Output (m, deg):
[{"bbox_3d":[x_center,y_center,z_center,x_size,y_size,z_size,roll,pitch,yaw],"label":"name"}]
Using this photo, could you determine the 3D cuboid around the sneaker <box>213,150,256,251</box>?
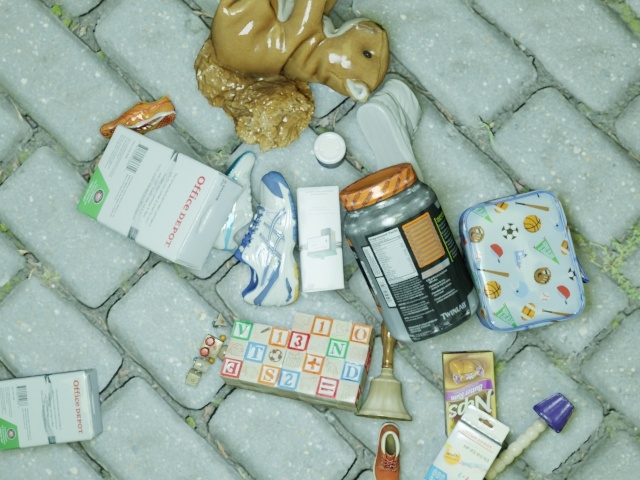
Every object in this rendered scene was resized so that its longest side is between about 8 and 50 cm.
[{"bbox_3d":[-0.188,-0.087,1.889,0.092,0.087,0.228,23,91,-12],"label":"sneaker"}]

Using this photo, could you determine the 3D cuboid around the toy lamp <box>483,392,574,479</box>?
[{"bbox_3d":[0.435,0.439,1.843,0.080,0.080,0.274,44,90,3],"label":"toy lamp"}]

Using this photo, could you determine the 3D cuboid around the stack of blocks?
[{"bbox_3d":[-0.046,0.249,1.827,0.297,0.087,0.171,9,66,12],"label":"stack of blocks"}]

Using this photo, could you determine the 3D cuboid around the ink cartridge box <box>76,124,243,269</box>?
[{"bbox_3d":[-0.343,-0.091,1.822,0.289,0.121,0.211,27,89,25],"label":"ink cartridge box"}]

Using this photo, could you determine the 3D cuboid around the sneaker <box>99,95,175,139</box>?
[{"bbox_3d":[-0.412,-0.273,1.918,0.175,0.064,0.067,-18,67,-4],"label":"sneaker"}]

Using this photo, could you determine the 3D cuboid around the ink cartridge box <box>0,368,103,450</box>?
[{"bbox_3d":[-0.596,0.369,1.875,0.209,0.087,0.152,-6,87,3],"label":"ink cartridge box"}]

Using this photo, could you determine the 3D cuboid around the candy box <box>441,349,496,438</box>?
[{"bbox_3d":[0.325,0.336,1.863,0.109,0.053,0.186,-3,89,2],"label":"candy box"}]

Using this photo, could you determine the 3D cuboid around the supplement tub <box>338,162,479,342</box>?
[{"bbox_3d":[0.178,0.023,1.770,0.207,0.207,0.337,-24,102,1],"label":"supplement tub"}]

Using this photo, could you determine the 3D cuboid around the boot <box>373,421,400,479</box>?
[{"bbox_3d":[0.146,0.479,1.848,0.059,0.084,0.157,1,89,0],"label":"boot"}]

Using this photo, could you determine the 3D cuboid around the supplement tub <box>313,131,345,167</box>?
[{"bbox_3d":[0.021,-0.196,1.867,0.071,0.107,0.070,0,87,2],"label":"supplement tub"}]

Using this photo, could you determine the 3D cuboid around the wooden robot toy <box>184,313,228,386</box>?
[{"bbox_3d":[-0.229,0.251,1.880,0.079,0.076,0.173,27,89,-8],"label":"wooden robot toy"}]

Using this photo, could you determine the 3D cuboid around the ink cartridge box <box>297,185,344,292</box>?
[{"bbox_3d":[0.000,0.000,1.834,0.093,0.160,0.219,-4,88,0],"label":"ink cartridge box"}]

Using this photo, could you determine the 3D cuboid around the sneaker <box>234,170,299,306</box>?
[{"bbox_3d":[-0.121,0.000,1.836,0.131,0.112,0.296,-5,95,-13],"label":"sneaker"}]

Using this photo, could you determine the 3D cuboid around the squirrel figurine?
[{"bbox_3d":[-0.058,-0.383,1.835,0.371,0.281,0.396,29,103,-7],"label":"squirrel figurine"}]

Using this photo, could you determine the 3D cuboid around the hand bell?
[{"bbox_3d":[0.147,0.266,1.862,0.126,0.126,0.241,6,75,2],"label":"hand bell"}]

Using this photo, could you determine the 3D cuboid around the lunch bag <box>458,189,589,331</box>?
[{"bbox_3d":[0.439,0.050,1.843,0.243,0.115,0.303,-13,86,-1],"label":"lunch bag"}]

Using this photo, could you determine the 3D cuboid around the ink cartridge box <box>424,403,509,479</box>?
[{"bbox_3d":[0.310,0.448,1.795,0.104,0.061,0.181,30,90,15],"label":"ink cartridge box"}]

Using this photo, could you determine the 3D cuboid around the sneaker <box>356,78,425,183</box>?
[{"bbox_3d":[0.187,-0.205,1.862,0.108,0.169,0.292,-1,124,33],"label":"sneaker"}]
